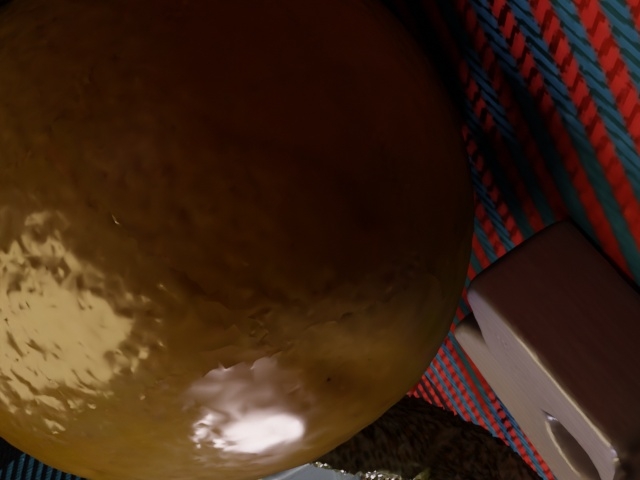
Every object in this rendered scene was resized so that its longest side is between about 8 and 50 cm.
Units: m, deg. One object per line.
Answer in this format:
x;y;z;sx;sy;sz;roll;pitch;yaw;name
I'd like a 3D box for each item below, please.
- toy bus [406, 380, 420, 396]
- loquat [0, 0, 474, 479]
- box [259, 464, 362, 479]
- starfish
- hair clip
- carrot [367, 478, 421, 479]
0.023;0.072;0.884;0.077;0.079;0.174;19;-179;-24;toy bus
-0.065;-0.020;0.514;0.275;0.275;0.275;50;168;15;loquat
-0.047;0.203;1.243;0.182;0.175;0.312;60;171;22;box
0.066;0.141;0.708;0.347;0.078;0.358;25;-173;11;starfish
0.182;0.142;0.485;0.331;0.085;0.101;51;166;17;hair clip
0.114;0.277;1.141;0.173;0.082;0.082;53;168;4;carrot
